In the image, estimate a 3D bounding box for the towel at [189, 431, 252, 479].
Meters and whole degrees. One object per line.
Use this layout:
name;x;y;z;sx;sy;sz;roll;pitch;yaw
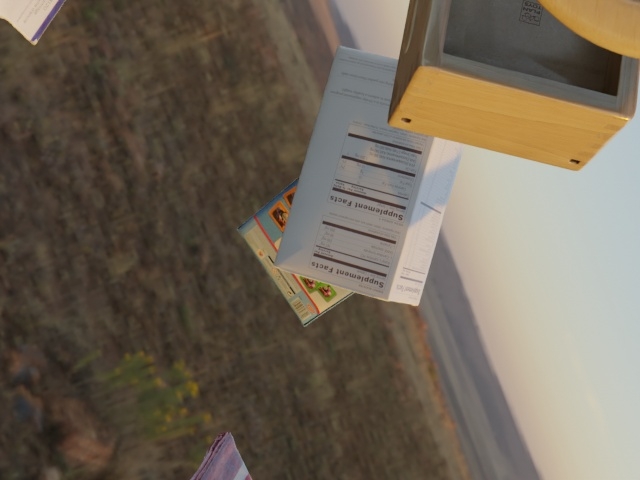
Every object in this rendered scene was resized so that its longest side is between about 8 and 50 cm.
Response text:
towel;-0.125;0.501;1.820;0.237;0.037;0.329;-52;121;-71

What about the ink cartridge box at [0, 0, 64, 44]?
ink cartridge box;-0.231;-0.268;0.704;0.065;0.165;0.332;29;-8;20

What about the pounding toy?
pounding toy;0.162;-0.141;0.697;0.094;0.206;0.181;119;-16;-69

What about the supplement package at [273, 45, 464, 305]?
supplement package;0.063;-0.064;1.212;0.139;0.134;0.244;18;88;-71

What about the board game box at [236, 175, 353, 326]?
board game box;0.000;0.000;1.425;0.039;0.211;0.160;-32;87;-42

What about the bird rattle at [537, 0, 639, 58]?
bird rattle;0.161;-0.177;0.467;0.253;0.207;0.143;37;25;-7
